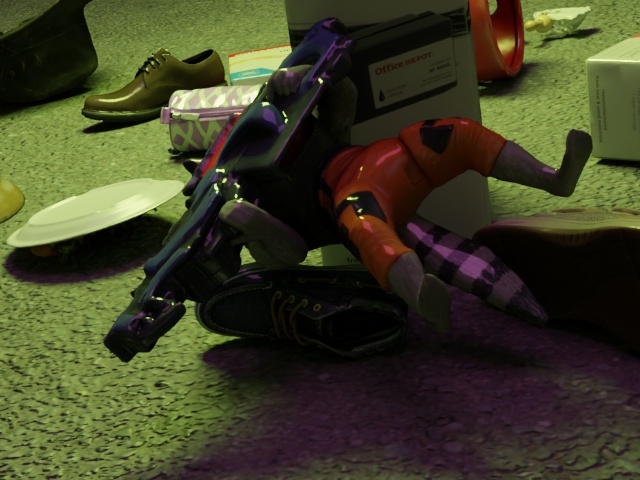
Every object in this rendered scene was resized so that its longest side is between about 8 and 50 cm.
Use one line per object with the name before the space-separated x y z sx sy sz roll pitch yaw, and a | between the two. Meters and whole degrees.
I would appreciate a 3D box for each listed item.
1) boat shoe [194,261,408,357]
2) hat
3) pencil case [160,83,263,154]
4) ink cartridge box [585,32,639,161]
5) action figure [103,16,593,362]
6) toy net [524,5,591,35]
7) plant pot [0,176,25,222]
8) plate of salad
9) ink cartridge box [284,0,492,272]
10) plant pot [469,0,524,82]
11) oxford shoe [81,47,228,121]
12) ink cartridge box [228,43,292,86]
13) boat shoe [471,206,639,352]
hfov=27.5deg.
boat shoe | -0.017 0.058 1.077 0.183 0.065 0.083 -6 21 5
hat | -0.457 -0.299 2.134 0.331 0.134 0.331 -25 11 5
pencil case | -0.099 -0.161 1.673 0.206 0.086 0.088 -5 -14 14
ink cartridge box | 0.458 -0.159 1.397 0.283 0.117 0.207 8 25 39
action figure | 0.000 0.000 1.025 0.330 0.178 0.341 16 62 43
toy net | 0.306 -0.324 2.026 0.232 0.045 0.122 -12 18 -15
plant pot | -0.479 -0.040 1.584 0.236 0.032 0.236 -8 20 3
plate of salad | -0.239 -0.022 1.414 0.200 0.048 0.200 -16 13 4
ink cartridge box | 0.060 -0.197 1.259 0.166 0.394 0.285 -7 20 4
plant pot | 0.179 -0.307 1.829 0.174 0.191 0.191 -10 18 24
oxford shoe | -0.249 -0.232 1.924 0.227 0.096 0.083 -20 25 -25
ink cartridge box | -0.059 -0.223 1.843 0.134 0.078 0.231 -9 19 -3
boat shoe | 0.251 0.022 1.014 0.098 0.109 0.302 -23 19 -32
